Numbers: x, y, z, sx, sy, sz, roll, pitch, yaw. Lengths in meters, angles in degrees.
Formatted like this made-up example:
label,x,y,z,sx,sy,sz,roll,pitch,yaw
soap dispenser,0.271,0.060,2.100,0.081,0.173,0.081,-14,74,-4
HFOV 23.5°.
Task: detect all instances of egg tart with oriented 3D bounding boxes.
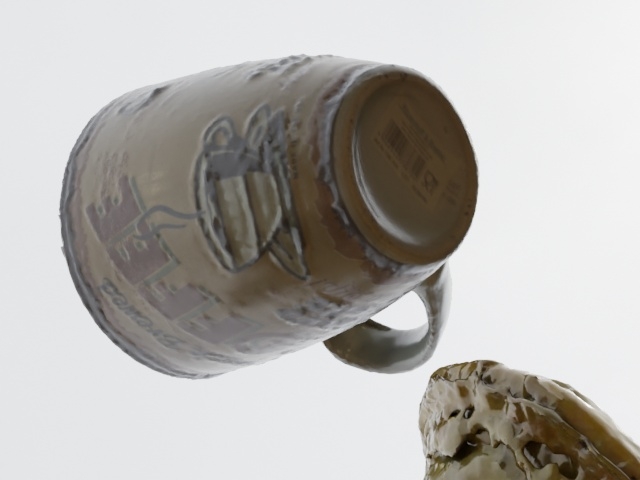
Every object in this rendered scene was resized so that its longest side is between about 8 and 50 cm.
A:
label,x,y,z,sx,sy,sz,roll,pitch,yaw
egg tart,0.123,0.171,0.818,0.106,0.241,0.241,-38,-68,-23

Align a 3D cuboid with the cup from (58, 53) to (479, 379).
label,x,y,z,sx,sy,sz,roll,pitch,yaw
cup,0.000,0.000,1.112,0.301,0.257,0.227,44,-124,-29
